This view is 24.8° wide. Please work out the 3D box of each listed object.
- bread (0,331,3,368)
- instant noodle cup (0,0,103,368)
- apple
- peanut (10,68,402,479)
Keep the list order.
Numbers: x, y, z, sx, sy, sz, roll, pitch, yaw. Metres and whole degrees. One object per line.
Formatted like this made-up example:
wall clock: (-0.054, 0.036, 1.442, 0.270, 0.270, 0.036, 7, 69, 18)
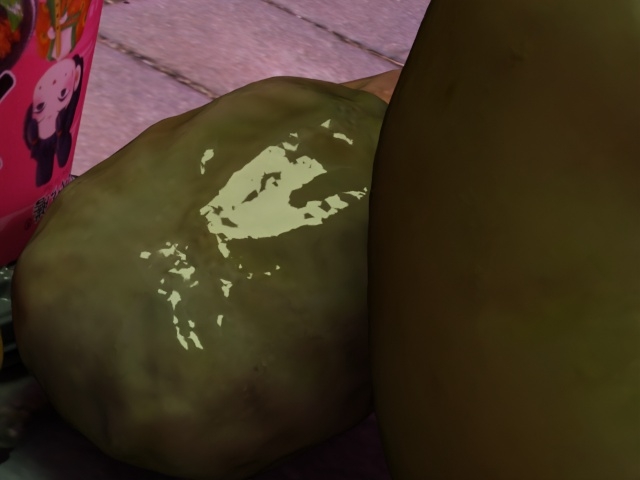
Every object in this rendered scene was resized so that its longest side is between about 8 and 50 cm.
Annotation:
bread: (-0.217, 0.028, 0.399, 0.244, 0.134, 0.244, 16, 40, -14)
instant noodle cup: (-0.198, -0.085, 0.603, 0.258, 0.182, 0.302, 18, 25, -4)
apple: (0.180, 0.033, 0.513, 0.311, 0.320, 0.360, 19, 12, 23)
peanut: (0.000, 0.000, 0.630, 0.152, 0.152, 0.313, 32, 25, 22)
